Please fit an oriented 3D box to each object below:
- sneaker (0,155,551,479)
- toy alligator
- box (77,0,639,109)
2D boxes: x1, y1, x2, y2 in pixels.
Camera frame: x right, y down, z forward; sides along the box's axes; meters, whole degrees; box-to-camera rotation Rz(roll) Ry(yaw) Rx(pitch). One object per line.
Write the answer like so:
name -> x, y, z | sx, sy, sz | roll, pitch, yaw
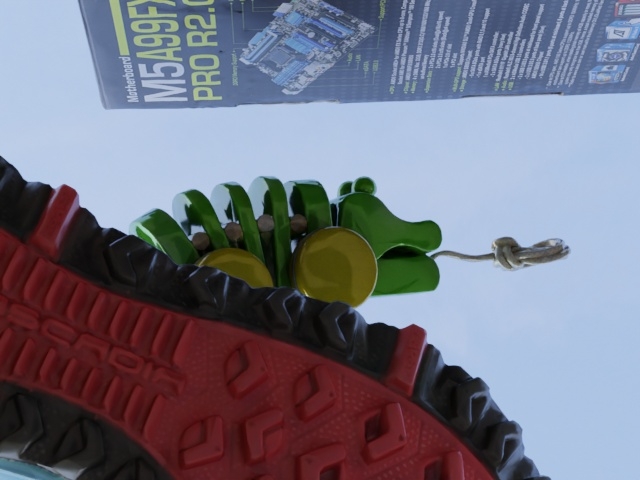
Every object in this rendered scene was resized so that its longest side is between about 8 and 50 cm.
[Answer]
sneaker -> -0.049, 0.062, 0.431 | 0.262, 0.125, 0.104 | 31, -118, -2
toy alligator -> 0.000, 0.000, 0.524 | 0.189, 0.056, 0.051 | -12, -91, -24
box -> 0.031, -0.124, 0.428 | 0.216, 0.270, 0.060 | -2, -112, -2
